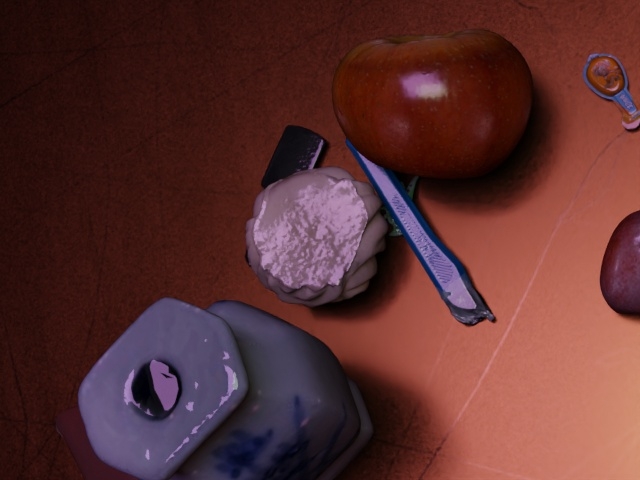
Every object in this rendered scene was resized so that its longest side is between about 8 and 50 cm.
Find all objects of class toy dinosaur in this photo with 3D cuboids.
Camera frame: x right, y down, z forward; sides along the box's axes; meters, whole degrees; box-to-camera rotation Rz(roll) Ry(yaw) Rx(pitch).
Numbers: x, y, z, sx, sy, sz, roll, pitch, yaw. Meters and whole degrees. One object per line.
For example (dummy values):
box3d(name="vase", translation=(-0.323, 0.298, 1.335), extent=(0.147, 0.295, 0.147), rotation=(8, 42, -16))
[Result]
box3d(name="toy dinosaur", translation=(0.105, -0.043, 1.821), extent=(0.083, 0.021, 0.062), rotation=(-29, 75, 17))

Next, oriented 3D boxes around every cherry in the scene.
box3d(name="cherry", translation=(0.373, 0.026, 1.656), extent=(0.106, 0.087, 0.126), rotation=(24, 84, 30))

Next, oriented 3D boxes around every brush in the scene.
box3d(name="brush", translation=(-0.055, -0.056, 1.891), extent=(0.063, 0.016, 0.193), rotation=(23, 86, 26))

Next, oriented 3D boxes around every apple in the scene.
box3d(name="apple", translation=(0.133, -0.160, 1.743), extent=(0.235, 0.210, 0.173), rotation=(4, 106, 32))

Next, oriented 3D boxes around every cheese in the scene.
box3d(name="cheese", translation=(0.354, -0.181, 1.755), extent=(0.047, 0.017, 0.111), rotation=(-38, 66, 13))

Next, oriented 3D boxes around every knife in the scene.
box3d(name="knife", translation=(0.118, -0.017, 1.792), extent=(0.044, 0.026, 0.296), rotation=(-35, 74, 14))

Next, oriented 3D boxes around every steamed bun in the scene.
box3d(name="steamed bun", translation=(0.000, 0.000, 1.807), extent=(0.183, 0.106, 0.183), rotation=(-4, 79, 20))

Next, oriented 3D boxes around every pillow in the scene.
box3d(name="pillow", translation=(-0.237, 0.258, 1.854), extent=(0.171, 0.075, 0.179), rotation=(-34, 67, 11))

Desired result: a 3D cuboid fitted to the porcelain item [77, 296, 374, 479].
box3d(name="porcelain item", translation=(-0.086, 0.195, 1.627), extent=(0.242, 0.405, 0.178), rotation=(-47, 63, 5))
